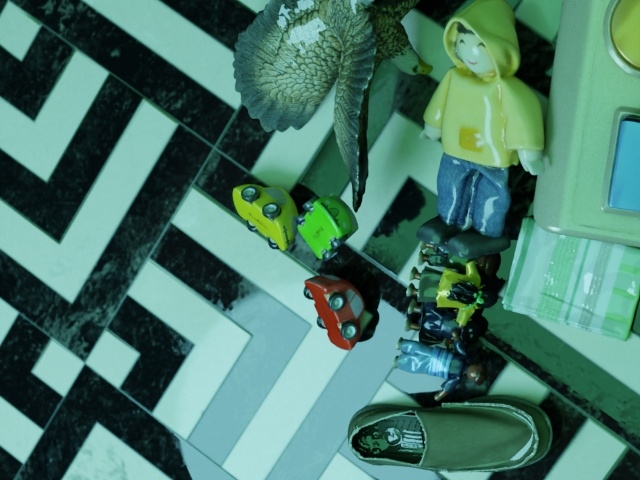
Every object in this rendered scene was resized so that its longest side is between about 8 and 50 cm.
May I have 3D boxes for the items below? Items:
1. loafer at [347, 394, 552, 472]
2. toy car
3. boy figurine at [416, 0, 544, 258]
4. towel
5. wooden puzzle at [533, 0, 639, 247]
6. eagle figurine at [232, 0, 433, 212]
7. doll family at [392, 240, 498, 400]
[{"bbox_3d":[0.144,0.235,1.926,0.251,0.087,0.094,-6,94,19],"label":"loafer"},{"bbox_3d":[0.000,0.000,1.907,0.053,0.225,0.239,-34,83,-22],"label":"toy car"},{"bbox_3d":[0.180,-0.125,1.829,0.177,0.092,0.285,29,124,42],"label":"boy figurine"},{"bbox_3d":[0.291,0.044,1.888,0.152,0.023,0.113,16,102,16],"label":"towel"},{"bbox_3d":[0.405,-0.140,1.721,0.348,0.080,0.322,10,100,18],"label":"wooden puzzle"},{"bbox_3d":[0.036,-0.211,1.861,0.225,0.226,0.298,36,102,-9],"label":"eagle figurine"},{"bbox_3d":[0.154,0.088,1.917,0.111,0.076,0.193,13,105,13],"label":"doll family"}]
